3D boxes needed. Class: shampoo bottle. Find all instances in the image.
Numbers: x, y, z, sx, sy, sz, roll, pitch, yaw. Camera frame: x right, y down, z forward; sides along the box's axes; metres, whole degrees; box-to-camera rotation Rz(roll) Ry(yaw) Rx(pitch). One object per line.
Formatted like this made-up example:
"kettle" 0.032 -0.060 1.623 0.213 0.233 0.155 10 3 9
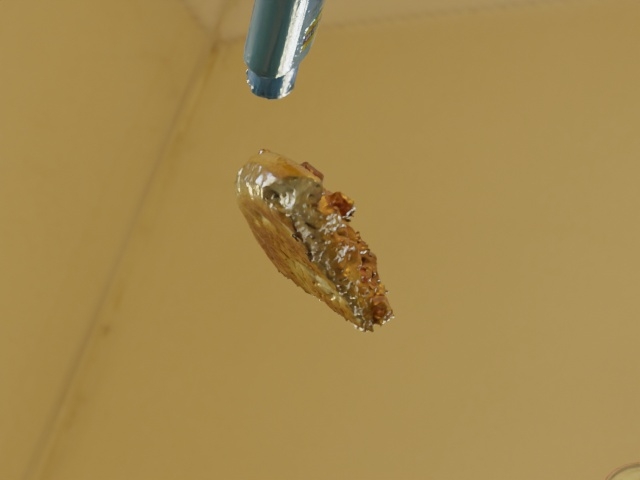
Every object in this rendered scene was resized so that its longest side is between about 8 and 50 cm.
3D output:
"shampoo bottle" -0.030 -0.229 1.779 0.061 0.104 0.258 30 -31 7

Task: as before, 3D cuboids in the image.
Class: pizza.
"pizza" 0.000 0.000 1.927 0.226 0.086 0.335 46 -10 6

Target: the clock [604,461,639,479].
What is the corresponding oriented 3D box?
"clock" 0.449 0.370 2.250 0.244 0.244 0.056 24 -56 -9
